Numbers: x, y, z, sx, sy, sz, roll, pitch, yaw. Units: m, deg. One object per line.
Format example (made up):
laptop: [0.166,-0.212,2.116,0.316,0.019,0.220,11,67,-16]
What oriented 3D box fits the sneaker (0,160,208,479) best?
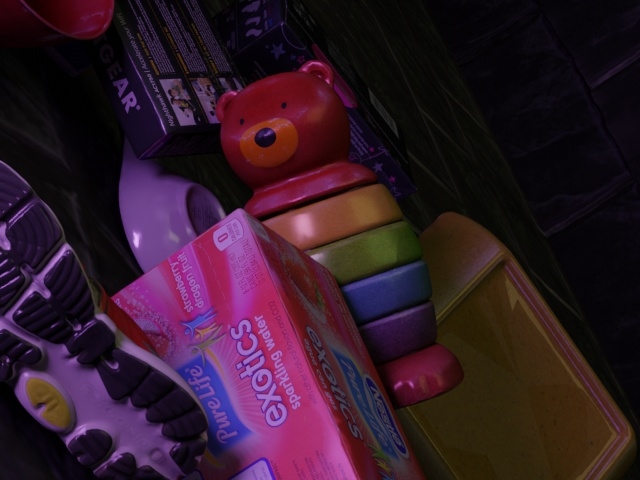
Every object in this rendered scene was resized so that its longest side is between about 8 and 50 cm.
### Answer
sneaker: [-0.184,0.050,1.097,0.279,0.107,0.118,55,-4,-19]

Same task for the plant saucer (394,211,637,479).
plant saucer: [0.159,0.166,1.597,0.333,0.081,0.333,55,46,-6]

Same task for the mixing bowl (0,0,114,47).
mixing bowl: [-0.258,-0.224,1.346,0.181,0.098,0.181,46,31,-39]

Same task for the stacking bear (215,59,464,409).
stacking bear: [0.000,0.000,1.400,0.164,0.175,0.289,-16,88,-69]

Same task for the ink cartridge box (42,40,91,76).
ink cartridge box: [-0.312,-0.351,1.540,0.324,0.071,0.330,46,20,-34]

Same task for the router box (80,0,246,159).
router box: [-0.137,-0.159,1.459,0.133,0.046,0.179,-8,67,-52]

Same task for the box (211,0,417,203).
box: [-0.027,-0.138,1.844,0.247,0.142,0.163,51,15,-25]

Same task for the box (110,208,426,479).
box: [-0.032,0.151,1.205,0.142,0.154,0.300,36,24,-55]

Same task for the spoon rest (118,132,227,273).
spoon rest: [-0.130,-0.051,1.497,0.137,0.084,0.276,41,34,-41]
